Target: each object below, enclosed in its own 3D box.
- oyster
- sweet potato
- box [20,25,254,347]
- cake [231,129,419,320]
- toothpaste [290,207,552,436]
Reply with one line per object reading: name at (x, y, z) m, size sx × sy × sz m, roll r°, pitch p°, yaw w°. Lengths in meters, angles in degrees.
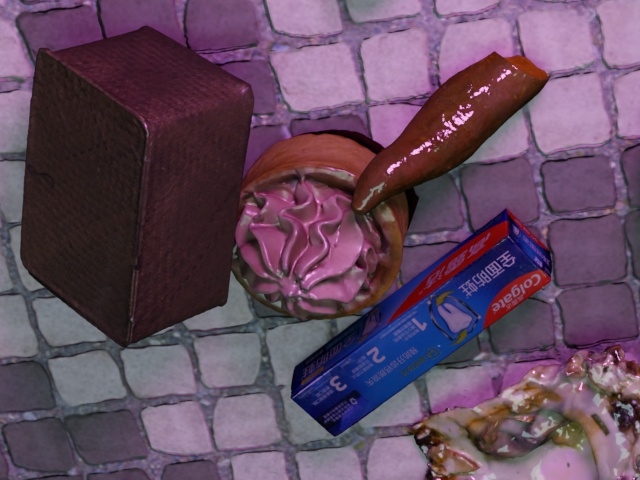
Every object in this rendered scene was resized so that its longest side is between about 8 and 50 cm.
oyster at (0.257, 0.236, 2.126) m, size 0.354 × 0.107 × 0.201 m, roll -28°, pitch 95°, yaw 32°
sweet potato at (0.121, -0.111, 1.905) m, size 0.244 × 0.077 × 0.077 m, roll -37°, pitch 114°, yaw -4°
box at (-0.189, -0.059, 1.907) m, size 0.184 × 0.143 × 0.273 m, roll 33°, pitch 129°, yaw 33°
cake at (0.000, 0.000, 1.952) m, size 0.208 × 0.178 × 0.185 m, roll -9°, pitch 119°, yaw 6°
toothpaste at (0.107, 0.093, 2.062) m, size 0.320 × 0.066 × 0.076 m, roll -38°, pitch 111°, yaw 22°
